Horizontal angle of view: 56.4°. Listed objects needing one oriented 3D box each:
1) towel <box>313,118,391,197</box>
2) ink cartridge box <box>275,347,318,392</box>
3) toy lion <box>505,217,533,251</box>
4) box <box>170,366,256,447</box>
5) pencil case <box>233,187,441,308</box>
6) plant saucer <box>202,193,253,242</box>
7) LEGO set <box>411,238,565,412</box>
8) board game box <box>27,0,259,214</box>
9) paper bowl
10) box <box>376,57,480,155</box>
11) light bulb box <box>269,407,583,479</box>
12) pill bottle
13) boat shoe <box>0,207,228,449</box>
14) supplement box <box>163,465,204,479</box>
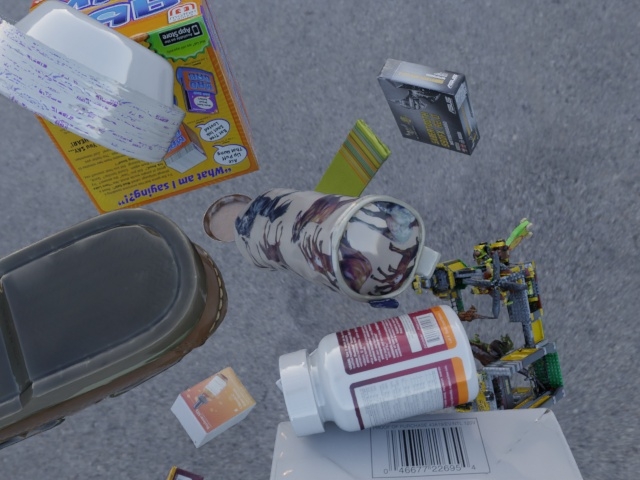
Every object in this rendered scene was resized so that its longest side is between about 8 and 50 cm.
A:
[{"bbox_3d":[0.057,-0.134,1.241,0.021,0.237,0.102,-17,64,-40],"label":"towel"},{"bbox_3d":[-0.019,0.394,1.779,0.189,0.232,0.066,-40,73,-3],"label":"ink cartridge box"},{"bbox_3d":[0.581,-0.010,1.766,0.096,0.100,0.034,-39,61,-3],"label":"toy lion"},{"bbox_3d":[-0.283,0.439,1.584,0.130,0.170,0.091,49,133,17],"label":"box"},{"bbox_3d":[0.000,0.000,0.995,0.410,0.183,0.160,11,70,61],"label":"pencil case"},{"bbox_3d":[-0.256,-0.060,1.723,0.168,0.029,0.168,-6,58,9],"label":"plant saucer"},{"bbox_3d":[0.261,0.173,1.018,0.255,0.192,0.331,1,99,46],"label":"LEGO set"},{"bbox_3d":[-0.368,-0.334,1.269,0.356,0.356,0.356,-17,45,0],"label":"board game box"},{"bbox_3d":[-0.335,-0.243,0.884,0.284,0.284,0.148,33,99,23],"label":"paper bowl"},{"bbox_3d":[0.242,-0.290,1.312,0.183,0.231,0.056,22,75,30],"label":"box"},{"bbox_3d":[0.132,0.426,0.739,0.357,0.361,0.225,-4,27,5],"label":"light bulb box"},{"bbox_3d":[0.068,0.162,0.728,0.221,0.121,0.121,-14,67,1],"label":"pill bottle"},{"bbox_3d":[-0.200,0.079,0.340,0.307,0.104,0.111,-15,72,0],"label":"boat shoe"},{"bbox_3d":[-0.348,0.619,1.410,0.080,0.188,0.104,25,48,-9],"label":"supplement box"}]
